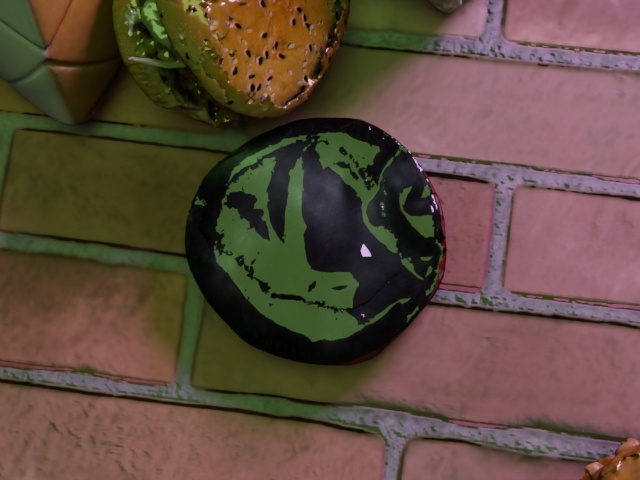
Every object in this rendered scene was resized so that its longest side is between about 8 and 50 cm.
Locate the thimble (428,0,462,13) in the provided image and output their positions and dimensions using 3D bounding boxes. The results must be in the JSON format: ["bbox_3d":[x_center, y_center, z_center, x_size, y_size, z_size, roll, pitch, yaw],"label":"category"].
[{"bbox_3d":[0.095,-0.287,0.905,0.149,0.185,0.211,36,118,11],"label":"thimble"}]

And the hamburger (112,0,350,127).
[{"bbox_3d":[-0.064,-0.168,0.896,0.185,0.113,0.177,-37,120,-39],"label":"hamburger"}]

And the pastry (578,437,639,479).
[{"bbox_3d":[0.253,0.268,0.804,0.255,0.162,0.310,15,92,-4],"label":"pastry"}]

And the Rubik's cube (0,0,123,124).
[{"bbox_3d":[-0.242,-0.203,0.942,0.255,0.254,0.254,-1,80,4],"label":"Rubik's cube"}]

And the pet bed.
[{"bbox_3d":[0.000,0.000,0.922,0.201,0.053,0.201,-1,81,5],"label":"pet bed"}]
